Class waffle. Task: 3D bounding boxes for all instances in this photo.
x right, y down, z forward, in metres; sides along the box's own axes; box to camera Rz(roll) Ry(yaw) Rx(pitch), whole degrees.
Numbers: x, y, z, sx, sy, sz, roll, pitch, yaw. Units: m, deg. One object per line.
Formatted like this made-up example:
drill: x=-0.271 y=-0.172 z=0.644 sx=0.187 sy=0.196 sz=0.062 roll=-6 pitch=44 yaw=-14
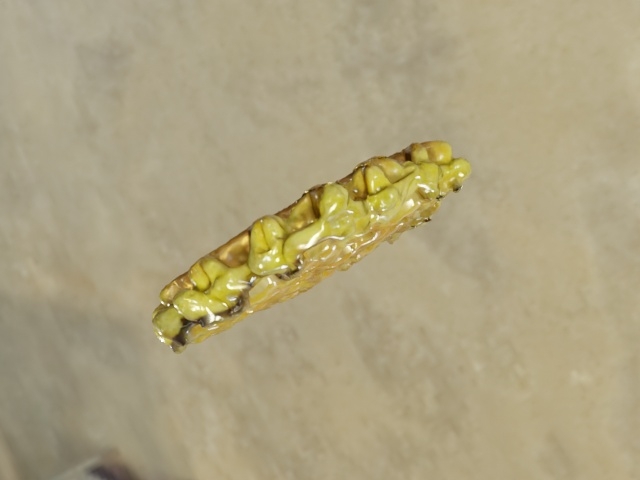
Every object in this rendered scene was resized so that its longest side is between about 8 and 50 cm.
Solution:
waffle: x=-0.003 y=0.000 z=1.298 sx=0.058 sy=0.281 sz=0.301 roll=61 pitch=-167 yaw=5
